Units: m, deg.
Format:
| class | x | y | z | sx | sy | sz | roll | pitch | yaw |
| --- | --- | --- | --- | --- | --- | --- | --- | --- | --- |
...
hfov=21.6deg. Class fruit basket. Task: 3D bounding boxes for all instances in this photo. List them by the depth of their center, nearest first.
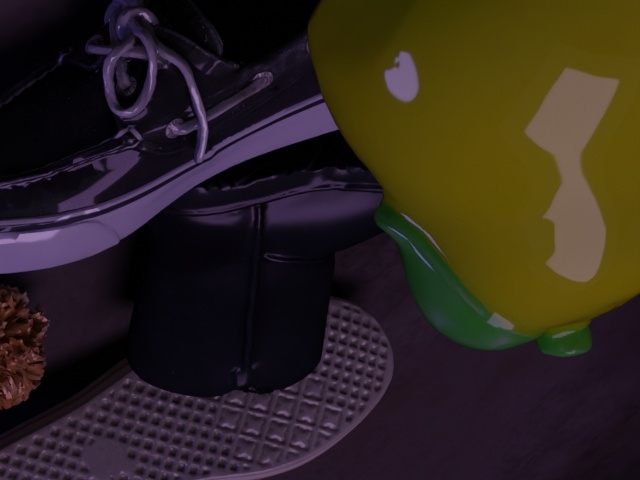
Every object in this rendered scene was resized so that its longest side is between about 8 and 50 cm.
| class | x | y | z | sx | sy | sz | roll | pitch | yaw |
| --- | --- | --- | --- | --- | --- | --- | --- | --- | --- |
| fruit basket | 0.078 | -0.158 | 0.682 | 0.392 | 0.283 | 0.392 | -18 | 133 | -20 |

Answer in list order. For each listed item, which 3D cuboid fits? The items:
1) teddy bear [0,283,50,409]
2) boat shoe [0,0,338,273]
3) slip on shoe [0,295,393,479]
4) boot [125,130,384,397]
| class | x | y | z | sx | sy | sz | roll | pitch | yaw |
| --- | --- | --- | --- | --- | --- | --- | --- | --- | --- |
| teddy bear | -0.303 | 0.088 | 0.938 | 0.245 | 0.113 | 0.338 | -37 | 147 | 12 |
| boat shoe | -0.077 | -0.083 | 0.851 | 0.306 | 0.113 | 0.105 | -20 | 141 | -16 |
| slip on shoe | -0.106 | 0.130 | 1.158 | 0.331 | 0.123 | 0.101 | -26 | -179 | -10 |
| boot | 0.000 | 0.000 | 1.036 | 0.246 | 0.094 | 0.207 | -10 | 142 | -13 |
